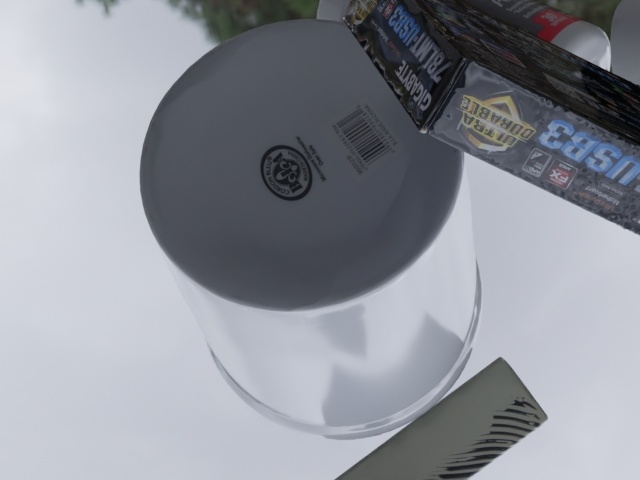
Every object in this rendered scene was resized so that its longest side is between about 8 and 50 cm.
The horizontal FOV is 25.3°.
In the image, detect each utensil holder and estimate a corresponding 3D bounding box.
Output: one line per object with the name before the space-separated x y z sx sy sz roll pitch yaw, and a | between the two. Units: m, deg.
utensil holder | 0.000 0.000 1.474 0.327 0.385 0.328 -3 -113 7

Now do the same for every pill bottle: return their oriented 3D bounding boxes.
pill bottle | 0.157 -0.219 1.645 0.318 0.176 0.176 29 -131 27

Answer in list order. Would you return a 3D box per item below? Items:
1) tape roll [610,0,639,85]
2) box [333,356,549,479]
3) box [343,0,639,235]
tape roll | 0.451 -0.181 1.567 0.169 0.246 0.246 -17 -156 37
box | 0.130 0.253 1.664 0.275 0.094 0.113 -38 169 3
box | 0.183 -0.108 1.162 0.295 0.073 0.293 23 -162 -21
